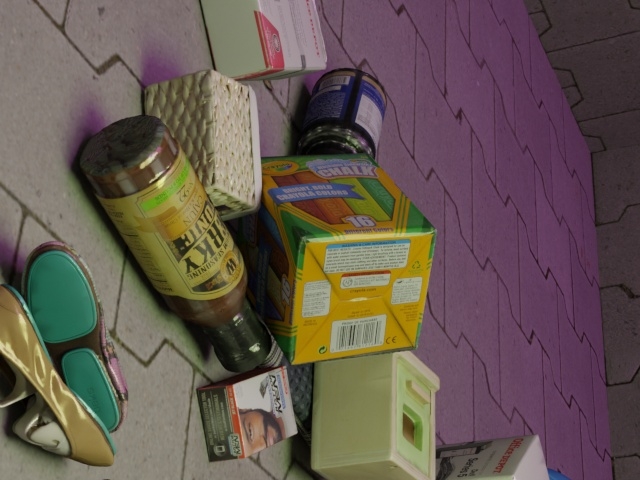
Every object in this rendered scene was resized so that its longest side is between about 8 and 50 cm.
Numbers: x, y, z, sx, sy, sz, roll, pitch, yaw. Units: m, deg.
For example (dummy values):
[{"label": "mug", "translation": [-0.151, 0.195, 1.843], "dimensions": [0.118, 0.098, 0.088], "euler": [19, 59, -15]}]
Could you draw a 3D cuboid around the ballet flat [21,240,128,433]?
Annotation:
[{"label": "ballet flat", "translation": [-0.244, 0.091, 1.352], "dimensions": [0.079, 0.077, 0.221], "euler": [-98, 173, -65]}]

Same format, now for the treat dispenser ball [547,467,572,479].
[{"label": "treat dispenser ball", "translation": [0.349, 0.529, 2.315], "dimensions": [0.288, 0.288, 0.288], "euler": [-11, 90, -69]}]

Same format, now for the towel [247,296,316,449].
[{"label": "towel", "translation": [-0.020, 0.115, 1.934], "dimensions": [0.312, 0.056, 0.324], "euler": [60, 31, -35]}]

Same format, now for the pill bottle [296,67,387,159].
[{"label": "pill bottle", "translation": [0.029, -0.159, 2.068], "dimensions": [0.219, 0.123, 0.123], "euler": [-75, 147, -47]}]

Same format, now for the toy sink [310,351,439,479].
[{"label": "toy sink", "translation": [0.081, 0.225, 1.875], "dimensions": [0.153, 0.131, 0.234], "euler": [45, 40, -50]}]

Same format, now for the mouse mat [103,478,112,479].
[{"label": "mouse mat", "translation": [-0.188, 0.346, 1.446], "dimensions": [0.189, 0.007, 0.153], "euler": [40, 44, -59]}]

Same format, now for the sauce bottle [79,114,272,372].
[{"label": "sauce bottle", "translation": [-0.152, 0.014, 1.550], "dimensions": [0.111, 0.111, 0.344], "euler": [-78, 149, -45]}]

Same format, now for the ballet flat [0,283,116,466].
[{"label": "ballet flat", "translation": [-0.274, 0.145, 1.264], "dimensions": [0.073, 0.080, 0.232], "euler": [-45, 124, -31]}]

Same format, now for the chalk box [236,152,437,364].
[{"label": "chalk box", "translation": [0.000, 0.000, 1.706], "dimensions": [0.289, 0.180, 0.179], "euler": [-127, -142, -53]}]

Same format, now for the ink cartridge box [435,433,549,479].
[{"label": "ink cartridge box", "translation": [0.192, 0.385, 2.012], "dimensions": [0.198, 0.273, 0.115], "euler": [-29, 107, -68]}]

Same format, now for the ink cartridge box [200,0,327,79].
[{"label": "ink cartridge box", "translation": [-0.080, -0.310, 1.910], "dimensions": [0.218, 0.092, 0.159], "euler": [-18, 97, -67]}]

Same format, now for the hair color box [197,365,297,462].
[{"label": "hair color box", "translation": [-0.089, 0.216, 1.690], "dimensions": [0.167, 0.053, 0.093], "euler": [-10, 90, -67]}]

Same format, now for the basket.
[{"label": "basket", "translation": [-0.146, -0.114, 1.628], "dimensions": [0.103, 0.113, 0.167], "euler": [27, 55, -59]}]
